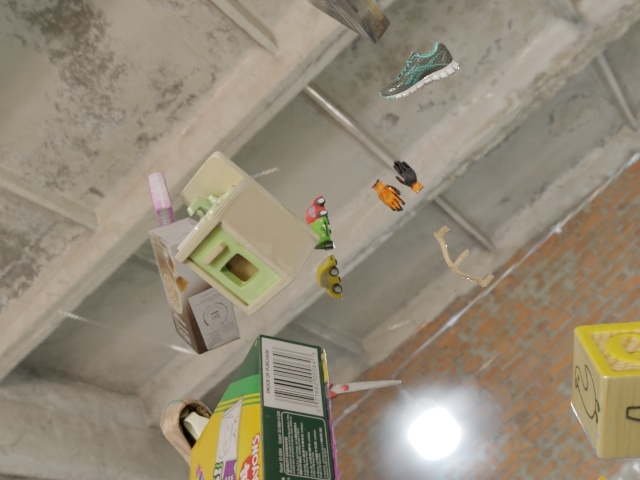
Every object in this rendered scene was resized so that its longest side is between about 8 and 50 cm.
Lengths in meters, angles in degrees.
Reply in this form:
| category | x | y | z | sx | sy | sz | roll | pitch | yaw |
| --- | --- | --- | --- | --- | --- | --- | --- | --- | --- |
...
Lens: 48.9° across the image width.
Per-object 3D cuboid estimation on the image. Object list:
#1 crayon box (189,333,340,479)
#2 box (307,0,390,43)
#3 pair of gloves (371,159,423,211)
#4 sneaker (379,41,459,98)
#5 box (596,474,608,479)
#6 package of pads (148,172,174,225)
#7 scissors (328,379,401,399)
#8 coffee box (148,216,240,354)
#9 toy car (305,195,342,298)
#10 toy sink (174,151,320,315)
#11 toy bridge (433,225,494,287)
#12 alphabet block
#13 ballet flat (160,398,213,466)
| category | x | y | z | sx | sy | sz | roll | pitch | yaw |
| --- | --- | --- | --- | --- | --- | --- | --- | --- | --- |
| crayon box | -0.086 | 0.361 | 0.899 | 0.106 | 0.362 | 0.313 | 15 | -50 | -20 |
| box | 0.018 | -0.476 | 1.331 | 0.056 | 0.183 | 0.231 | -55 | -22 | 8 |
| pair of gloves | 0.139 | -0.097 | 1.254 | 0.074 | 0.010 | 0.083 | 45 | -103 | -15 |
| sneaker | 0.189 | -0.342 | 1.412 | 0.167 | 0.065 | 0.076 | -26 | -72 | 7 |
| box | 0.264 | 0.314 | 0.739 | 0.136 | 0.028 | 0.081 | -45 | -44 | -5 |
| package of pads | -0.279 | -0.073 | 1.231 | 0.032 | 0.083 | 0.050 | -12 | -34 | -14 |
| scissors | 0.031 | 0.316 | 1.530 | 0.297 | 0.109 | 0.021 | -16 | -42 | -26 |
| coffee box | -0.261 | 0.092 | 1.457 | 0.098 | 0.141 | 0.246 | -21 | -67 | -25 |
| toy car | 0.000 | 0.000 | 1.490 | 0.053 | 0.238 | 0.225 | -11 | -14 | 1 |
| toy sink | -0.149 | -0.007 | 1.195 | 0.234 | 0.131 | 0.153 | 41 | -46 | -9 |
| toy bridge | 0.348 | 0.047 | 1.755 | 0.063 | 0.188 | 0.026 | -45 | 4 | -21 |
| alphabet block | 0.618 | 0.291 | 1.389 | 0.194 | 0.192 | 0.197 | -6 | -67 | 3 |
| ballet flat | -0.160 | 0.403 | 1.235 | 0.107 | 0.316 | 0.106 | -44 | -2 | -42 |
